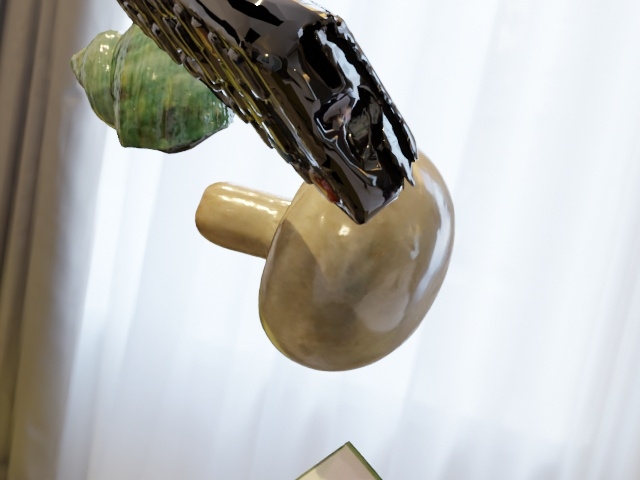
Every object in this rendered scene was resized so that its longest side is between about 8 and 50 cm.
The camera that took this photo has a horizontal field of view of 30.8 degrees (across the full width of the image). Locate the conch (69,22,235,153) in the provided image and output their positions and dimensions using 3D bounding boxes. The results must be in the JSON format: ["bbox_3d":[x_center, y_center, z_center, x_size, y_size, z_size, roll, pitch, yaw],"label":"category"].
[{"bbox_3d":[-0.168,-0.162,1.172,0.188,0.176,0.122,-2,-36,49],"label":"conch"}]

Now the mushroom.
[{"bbox_3d":[0.000,0.000,0.975,0.215,0.207,0.207,19,15,22],"label":"mushroom"}]

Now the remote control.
[{"bbox_3d":[-0.069,-0.138,0.683,0.144,0.062,0.399,54,-6,-39],"label":"remote control"}]

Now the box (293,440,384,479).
[{"bbox_3d":[0.019,0.281,0.809,0.177,0.148,0.195,-34,28,-9],"label":"box"}]
